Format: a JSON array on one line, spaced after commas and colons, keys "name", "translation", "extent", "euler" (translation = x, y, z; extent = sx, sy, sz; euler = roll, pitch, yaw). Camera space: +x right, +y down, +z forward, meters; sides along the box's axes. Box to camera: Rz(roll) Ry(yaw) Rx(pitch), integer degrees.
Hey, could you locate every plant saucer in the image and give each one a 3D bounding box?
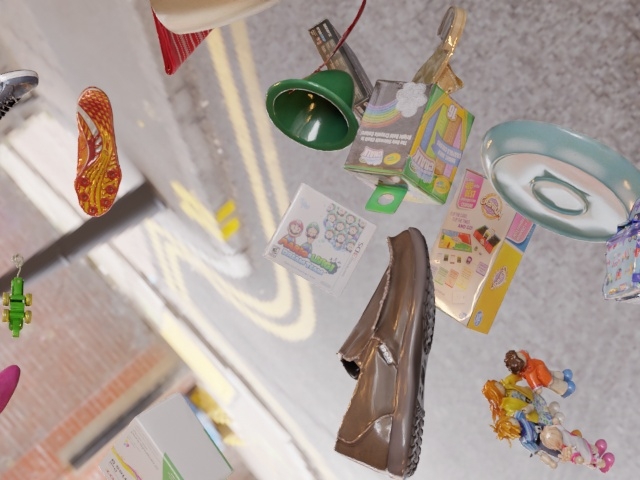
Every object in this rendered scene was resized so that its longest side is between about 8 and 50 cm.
[{"name": "plant saucer", "translation": [0.404, -0.085, 1.807], "extent": [0.317, 0.044, 0.317], "euler": [27, 160, 11]}]

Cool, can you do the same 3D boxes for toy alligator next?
[{"name": "toy alligator", "translation": [-0.618, 0.120, 2.203], "extent": [0.051, 0.056, 0.190], "euler": [120, 148, -52]}]

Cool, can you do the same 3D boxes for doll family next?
[{"name": "doll family", "translation": [0.340, 0.289, 1.727], "extent": [0.163, 0.118, 0.263], "euler": [23, -153, -27]}]

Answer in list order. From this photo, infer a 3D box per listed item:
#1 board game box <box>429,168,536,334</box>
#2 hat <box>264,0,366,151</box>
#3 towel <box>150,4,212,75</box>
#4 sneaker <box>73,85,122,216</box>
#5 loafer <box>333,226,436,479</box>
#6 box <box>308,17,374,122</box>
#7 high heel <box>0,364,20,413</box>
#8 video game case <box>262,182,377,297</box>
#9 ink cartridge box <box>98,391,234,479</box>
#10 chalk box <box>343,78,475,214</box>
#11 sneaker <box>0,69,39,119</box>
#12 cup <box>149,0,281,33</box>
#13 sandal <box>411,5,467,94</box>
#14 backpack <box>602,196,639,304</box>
[{"name": "board game box", "translation": [0.349, 0.020, 2.417], "extent": [0.064, 0.316, 0.242], "euler": [19, -172, -30]}, {"name": "hat", "translation": [0.026, -0.280, 1.881], "extent": [0.173, 0.183, 0.208], "euler": [43, 147, -26]}, {"name": "towel", "translation": [-0.260, -0.494, 2.253], "extent": [0.031, 0.275, 0.199], "euler": [18, 141, 21]}, {"name": "sneaker", "translation": [-0.296, -0.119, 1.448], "extent": [0.067, 0.064, 0.175], "euler": [-126, 40, -74]}, {"name": "loafer", "translation": [0.084, 0.143, 1.500], "extent": [0.130, 0.366, 0.134], "euler": [3, 151, 12]}, {"name": "box", "translation": [0.066, -0.333, 2.251], "extent": [0.220, 0.051, 0.175], "euler": [65, -167, 26]}, {"name": "high heel", "translation": [-0.703, 0.322, 2.132], "extent": [0.082, 0.244, 0.117], "euler": [21, 156, 54]}, {"name": "video game case", "translation": [0.000, 0.000, 1.856], "extent": [0.157, 0.143, 0.019], "euler": [30, 176, -18]}, {"name": "ink cartridge box", "translation": [-0.248, 0.358, 1.707], "extent": [0.154, 0.093, 0.212], "euler": [53, 142, 10]}, {"name": "chalk box", "translation": [0.139, -0.138, 1.775], "extent": [0.132, 0.213, 0.132], "euler": [12, 168, 43]}, {"name": "sneaker", "translation": [-0.676, -0.252, 2.279], "extent": [0.086, 0.226, 0.163], "euler": [70, 175, -73]}, {"name": "cup", "translation": [-0.121, -0.493, 1.700], "extent": [0.237, 0.331, 0.331], "euler": [2, 148, 14]}, {"name": "sandal", "translation": [0.219, -0.290, 1.885], "extent": [0.088, 0.079, 0.240], "euler": [-96, 24, -50]}, {"name": "backpack", "translation": [0.481, 0.004, 1.546], "extent": [0.117, 0.173, 0.158], "euler": [10, 171, -7]}]
